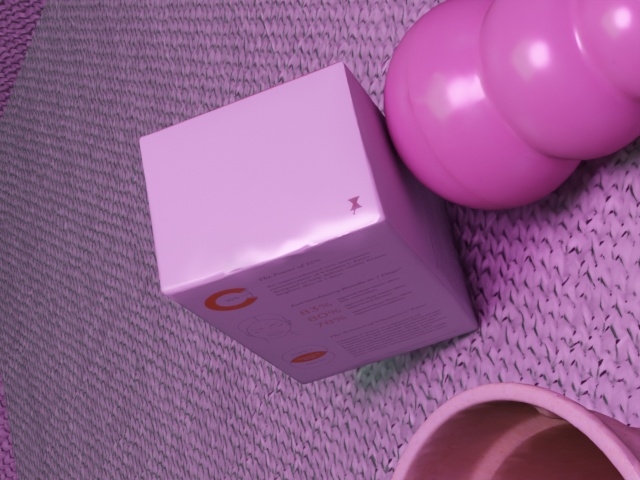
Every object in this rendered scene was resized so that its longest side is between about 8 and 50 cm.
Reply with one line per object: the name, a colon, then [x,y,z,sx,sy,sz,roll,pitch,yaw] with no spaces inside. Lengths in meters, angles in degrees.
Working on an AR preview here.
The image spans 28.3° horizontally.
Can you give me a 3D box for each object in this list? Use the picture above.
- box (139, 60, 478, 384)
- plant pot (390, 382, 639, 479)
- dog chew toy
box: [0.000,0.000,1.272,0.215,0.345,0.168,-19,65,14]
plant pot: [0.253,0.266,0.906,0.334,0.305,0.333,-8,81,59]
dog chew toy: [0.210,-0.153,1.133,0.332,0.207,0.206,-24,67,48]
